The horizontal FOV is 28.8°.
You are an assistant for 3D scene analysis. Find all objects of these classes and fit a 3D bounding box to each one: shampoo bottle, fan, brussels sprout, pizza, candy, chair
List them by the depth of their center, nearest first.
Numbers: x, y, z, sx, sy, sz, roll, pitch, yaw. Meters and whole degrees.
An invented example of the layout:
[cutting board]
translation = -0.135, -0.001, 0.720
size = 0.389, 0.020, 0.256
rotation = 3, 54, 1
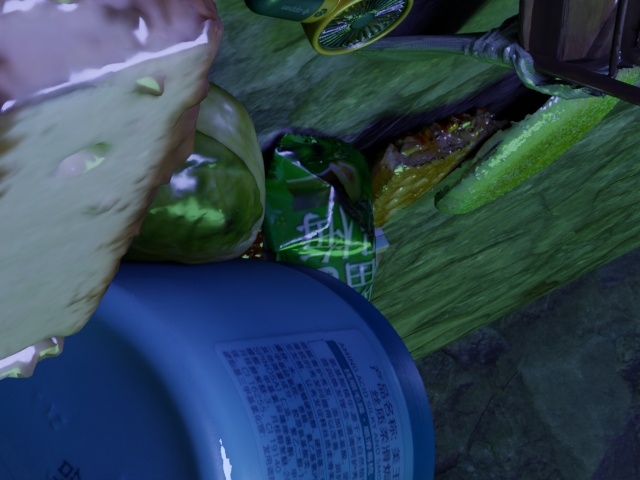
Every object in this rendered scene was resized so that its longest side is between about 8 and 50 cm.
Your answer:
[fan]
translation = 0.003, -0.171, 0.865
size = 0.082, 0.039, 0.155
rotation = -35, 163, 30
[brussels sprout]
translation = -0.111, -0.047, 0.897
size = 0.183, 0.131, 0.145
rotation = 3, 141, -36
[chair]
translation = 0.190, -0.198, 0.945
size = 0.160, 0.319, 0.186
rotation = -16, 118, -44
[shampoo bottle]
translation = -0.121, 0.179, 0.975
size = 0.331, 0.331, 0.342
rotation = -33, 166, 22
[candy]
translation = -0.001, 0.000, 1.196
size = 0.141, 0.203, 0.078
rotation = 1, 178, -39
[pizza]
translation = 0.113, -0.094, 1.320
size = 0.198, 0.062, 0.188
rotation = -30, 170, -20

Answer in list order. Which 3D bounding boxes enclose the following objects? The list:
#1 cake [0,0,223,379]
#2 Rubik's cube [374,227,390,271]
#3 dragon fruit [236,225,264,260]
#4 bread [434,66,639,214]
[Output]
[cake]
translation = -0.220, -0.065, 0.403
size = 0.290, 0.256, 0.282
rotation = -24, 165, -29
[Rubik's cube]
translation = 0.038, 0.010, 1.508
size = 0.075, 0.084, 0.073
rotation = -5, 155, -18
[dragon fruit]
translation = -0.102, 0.040, 1.289
size = 0.343, 0.100, 0.282
rotation = -13, 141, -41
[bread]
translation = 0.252, -0.120, 1.409
size = 0.301, 0.045, 0.301
rotation = -37, 171, -7
